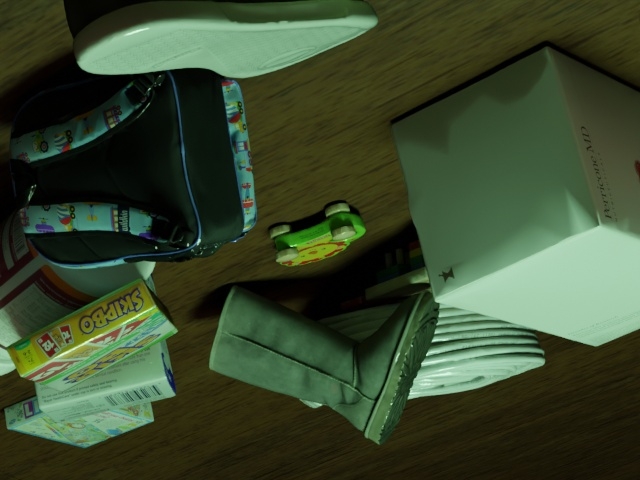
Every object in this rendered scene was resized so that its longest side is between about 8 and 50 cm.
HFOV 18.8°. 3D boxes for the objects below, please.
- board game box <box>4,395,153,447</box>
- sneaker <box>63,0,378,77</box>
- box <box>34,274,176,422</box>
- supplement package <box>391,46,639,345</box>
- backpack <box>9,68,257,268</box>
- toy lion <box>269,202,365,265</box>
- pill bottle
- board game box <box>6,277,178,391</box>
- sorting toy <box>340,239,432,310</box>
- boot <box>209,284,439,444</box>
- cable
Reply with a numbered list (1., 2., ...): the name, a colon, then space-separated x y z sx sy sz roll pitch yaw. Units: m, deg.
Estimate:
1. board game box: -0.279 0.203 2.250 0.103 0.026 0.154 -22 157 22
2. sneaker: -0.068 -0.189 1.262 0.105 0.147 0.296 -25 170 33
3. box: -0.214 0.091 1.855 0.126 0.137 0.072 -13 161 1
4. supplement package: 0.229 -0.031 1.750 0.175 0.177 0.293 -26 156 30
5. backpack: -0.153 -0.055 1.514 0.173 0.158 0.117 -10 -179 31
6. toy lion: 0.000 0.000 1.904 0.100 0.034 0.096 -21 164 19
7. pill bottle: -0.249 0.034 1.714 0.121 0.121 0.221 5 153 -38
8. board game box: -0.192 0.086 1.683 0.124 0.039 0.259 -27 176 -3
9. sorting toy: 0.127 0.029 1.999 0.132 0.046 0.274 -1 169 -27
10. boot: 0.001 0.095 1.982 0.076 0.208 0.189 -19 135 -63
11. cable: 0.113 0.119 2.119 0.257 0.089 0.257 -5 169 -12
